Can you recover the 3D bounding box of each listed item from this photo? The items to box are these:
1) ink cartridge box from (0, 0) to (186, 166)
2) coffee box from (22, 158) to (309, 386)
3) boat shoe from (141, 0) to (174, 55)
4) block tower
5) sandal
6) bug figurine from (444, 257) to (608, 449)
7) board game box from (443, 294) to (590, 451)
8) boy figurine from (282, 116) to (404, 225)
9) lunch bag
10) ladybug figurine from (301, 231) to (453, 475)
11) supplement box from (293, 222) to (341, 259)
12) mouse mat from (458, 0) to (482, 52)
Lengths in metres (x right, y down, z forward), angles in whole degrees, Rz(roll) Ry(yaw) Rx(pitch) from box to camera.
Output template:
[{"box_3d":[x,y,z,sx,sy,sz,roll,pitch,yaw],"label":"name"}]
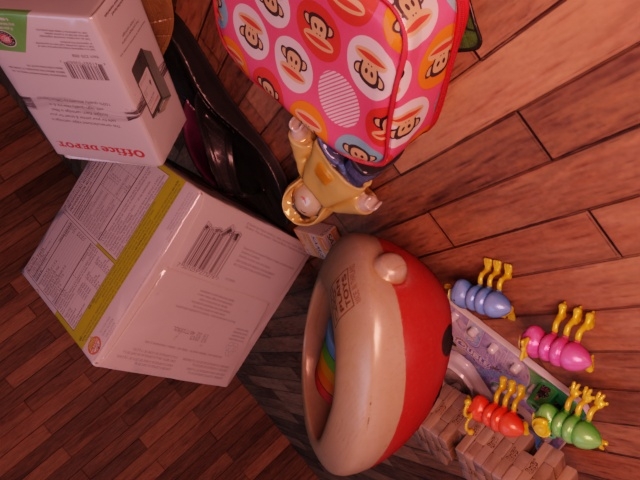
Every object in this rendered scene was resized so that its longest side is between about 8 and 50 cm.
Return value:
[{"box_3d":[-0.360,-0.261,0.981,0.211,0.121,0.289,8,146,14],"label":"ink cartridge box"},{"box_3d":[-0.295,0.039,1.237,0.334,0.338,0.337,33,-178,38],"label":"coffee box"},{"box_3d":[-0.286,-0.399,0.992,0.096,0.098,0.277,64,148,33],"label":"boat shoe"},{"box_3d":[0.236,0.315,1.012,0.335,0.097,0.091,23,145,44],"label":"block tower"},{"box_3d":[-0.205,-0.198,1.150,0.446,0.107,0.167,56,157,-11],"label":"sandal"},{"box_3d":[0.259,0.169,0.820,0.216,0.072,0.279,13,123,49],"label":"bug figurine"},{"box_3d":[0.231,0.245,1.096,0.390,0.050,0.390,39,155,26],"label":"board game box"},{"box_3d":[0.010,-0.103,0.918,0.177,0.092,0.285,48,155,-2],"label":"boy figurine"},{"box_3d":[0.005,-0.241,0.650,0.293,0.120,0.258,43,156,21],"label":"lunch bag"},{"box_3d":[0.074,0.167,0.916,0.449,0.162,0.305,104,162,-53],"label":"ladybug figurine"},{"box_3d":[0.000,0.000,1.166,0.098,0.036,0.062,15,139,55],"label":"supplement box"},{"box_3d":[0.079,-0.272,0.629,0.152,0.007,0.190,18,141,53],"label":"mouse mat"}]
